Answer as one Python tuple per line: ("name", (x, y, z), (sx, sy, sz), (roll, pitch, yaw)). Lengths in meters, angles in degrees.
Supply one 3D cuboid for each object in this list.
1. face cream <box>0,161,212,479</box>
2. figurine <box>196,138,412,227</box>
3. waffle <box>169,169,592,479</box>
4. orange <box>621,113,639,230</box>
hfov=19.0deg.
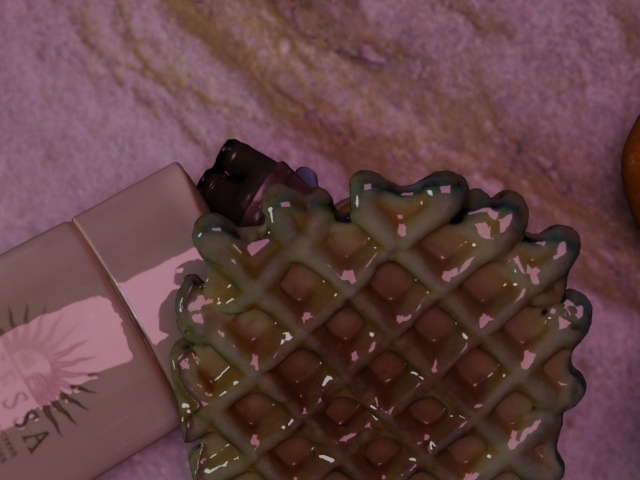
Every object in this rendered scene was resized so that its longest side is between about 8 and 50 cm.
("face cream", (-0.208, 0.099, 1.347), (0.349, 0.081, 0.173), (-29, 89, -12))
("figurine", (0.000, 0.000, 1.397), (0.196, 0.108, 0.114), (26, 65, 17))
("waffle", (0.042, 0.091, 1.323), (0.292, 0.056, 0.309), (-3, 114, -7))
("orange", (0.304, -0.052, 1.415), (0.159, 0.136, 0.159), (1, 76, -5))
